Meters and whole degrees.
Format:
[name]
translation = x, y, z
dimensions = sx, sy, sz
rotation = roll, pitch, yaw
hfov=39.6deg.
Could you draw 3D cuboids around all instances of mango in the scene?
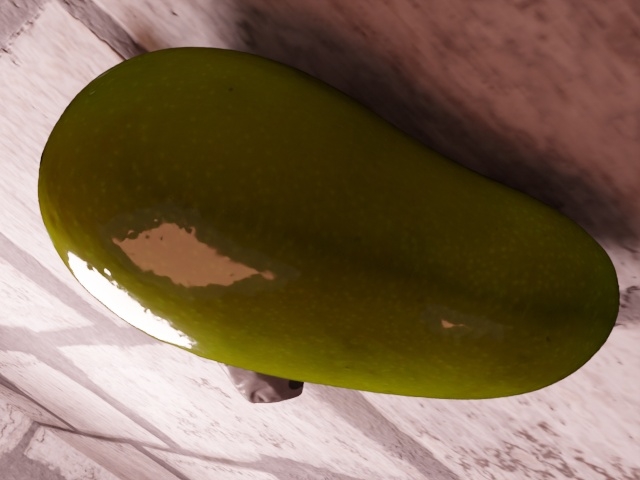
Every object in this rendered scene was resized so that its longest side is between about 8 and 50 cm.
[mango]
translation = 0.000, 0.000, 0.452
dimensions = 0.293, 0.143, 0.175
rotation = 18, 148, 5

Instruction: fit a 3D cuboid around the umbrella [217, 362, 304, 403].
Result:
[umbrella]
translation = -0.088, 0.021, 0.661
dimensions = 0.337, 0.067, 0.073
rotation = 64, -177, -49
